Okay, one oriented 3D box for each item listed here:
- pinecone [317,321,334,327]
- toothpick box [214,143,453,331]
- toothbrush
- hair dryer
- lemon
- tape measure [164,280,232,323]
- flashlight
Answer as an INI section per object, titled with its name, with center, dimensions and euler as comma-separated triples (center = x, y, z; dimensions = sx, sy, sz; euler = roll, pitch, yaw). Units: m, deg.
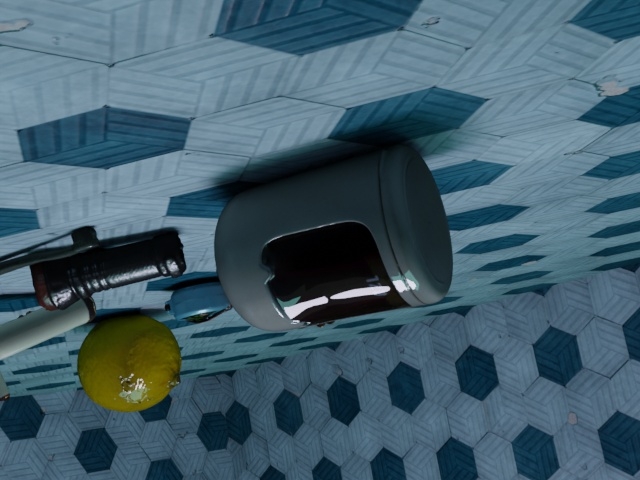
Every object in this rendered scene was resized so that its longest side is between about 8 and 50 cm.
[pinecone]
center = -0.020, 0.079, 1.721
dimensions = 0.174, 0.173, 0.173
euler = -10, 168, -2
[toothpick box]
center = 0.000, 0.000, 1.247
dimensions = 0.317, 0.228, 0.229
euler = -13, 168, 23
[toothbrush]
center = -0.444, 0.029, 1.398
dimensions = 0.297, 0.030, 0.030
euler = -16, 176, 30
[hair dryer]
center = -0.551, 0.170, 1.684
dimensions = 0.362, 0.203, 0.128
euler = -25, 180, -39
[lemon]
center = -0.446, 0.284, 2.149
dimensions = 0.254, 0.228, 0.228
euler = -18, 166, 38
[tape measure]
center = -0.245, 0.127, 1.912
dimensions = 0.146, 0.080, 0.125
euler = -18, 169, 32
[flashlight]
center = -0.323, 0.041, 1.439
dimensions = 0.232, 0.093, 0.093
euler = -15, 169, -2
